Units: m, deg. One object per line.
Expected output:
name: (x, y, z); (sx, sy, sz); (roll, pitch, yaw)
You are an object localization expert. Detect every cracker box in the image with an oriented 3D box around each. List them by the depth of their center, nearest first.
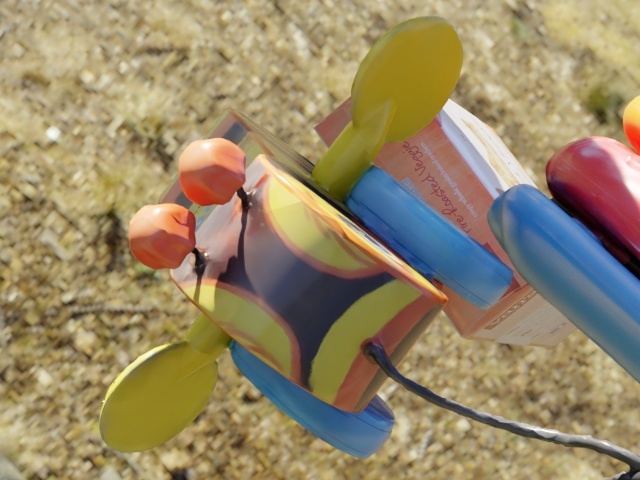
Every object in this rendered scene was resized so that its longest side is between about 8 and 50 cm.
cracker box: (0.101, -0.014, 0.866); (0.156, 0.067, 0.232); (56, 15, 17)

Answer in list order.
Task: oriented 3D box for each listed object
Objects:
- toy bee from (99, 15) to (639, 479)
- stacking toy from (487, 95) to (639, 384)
toy bee: (0.000, 0.000, 0.496); (0.162, 0.298, 0.195); (36, 74, -32)
stacking toy: (0.230, -0.058, 0.584); (0.166, 0.302, 0.175); (44, 8, 20)
